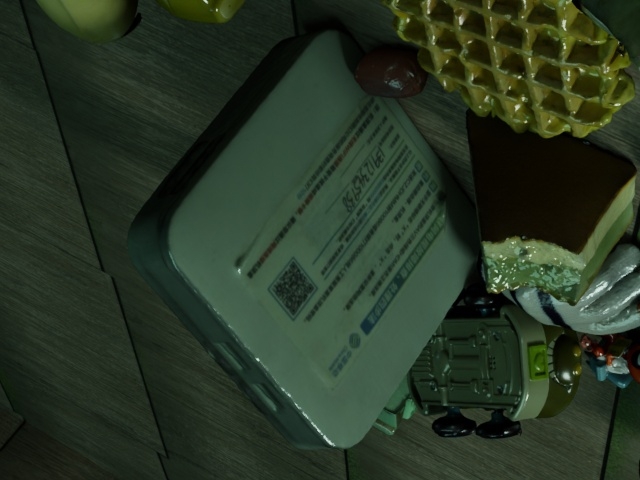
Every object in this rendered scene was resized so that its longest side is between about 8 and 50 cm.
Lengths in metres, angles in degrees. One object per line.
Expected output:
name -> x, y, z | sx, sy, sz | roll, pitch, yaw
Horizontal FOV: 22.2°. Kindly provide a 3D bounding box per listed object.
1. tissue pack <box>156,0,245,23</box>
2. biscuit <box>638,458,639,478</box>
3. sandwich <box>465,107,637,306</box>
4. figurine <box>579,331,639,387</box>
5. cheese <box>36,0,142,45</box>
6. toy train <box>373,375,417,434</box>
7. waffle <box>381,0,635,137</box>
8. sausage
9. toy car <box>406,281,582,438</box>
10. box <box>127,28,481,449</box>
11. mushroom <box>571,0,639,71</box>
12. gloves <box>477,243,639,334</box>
tissue pack -> -0.155, -0.348, 1.907 | 0.127, 0.123, 0.178 | 23, 151, 25
biscuit -> 0.488, 0.236, 2.067 | 0.107, 0.073, 0.388 | -1, 147, -1
sandwich -> 0.227, -0.037, 1.873 | 0.220, 0.186, 0.108 | 25, 149, 24
figurine -> 0.406, 0.154, 2.088 | 0.140, 0.068, 0.075 | 20, 146, 34
cheese -> -0.285, -0.364, 1.939 | 0.128, 0.259, 0.316 | -1, 157, 14
toy train -> 0.022, 0.169, 2.519 | 0.326, 0.129, 0.159 | 29, 158, 15
waffle -> 0.202, -0.221, 1.748 | 0.329, 0.062, 0.329 | 29, 151, 17
sausage -> 0.084, -0.197, 1.936 | 0.094, 0.054, 0.059 | 11, 143, 42
toy car -> 0.251, 0.153, 2.159 | 0.248, 0.198, 0.204 | -5, 89, 54
box -> -0.001, 0.001, 1.977 | 0.111, 0.396, 0.396 | -3, 132, 50
mushroom -> 0.343, -0.218, 1.475 | 0.189, 0.164, 0.267 | 50, -162, 31
gloves -> 0.309, 0.055, 1.990 | 0.219, 0.131, 0.140 | 32, 157, 32
